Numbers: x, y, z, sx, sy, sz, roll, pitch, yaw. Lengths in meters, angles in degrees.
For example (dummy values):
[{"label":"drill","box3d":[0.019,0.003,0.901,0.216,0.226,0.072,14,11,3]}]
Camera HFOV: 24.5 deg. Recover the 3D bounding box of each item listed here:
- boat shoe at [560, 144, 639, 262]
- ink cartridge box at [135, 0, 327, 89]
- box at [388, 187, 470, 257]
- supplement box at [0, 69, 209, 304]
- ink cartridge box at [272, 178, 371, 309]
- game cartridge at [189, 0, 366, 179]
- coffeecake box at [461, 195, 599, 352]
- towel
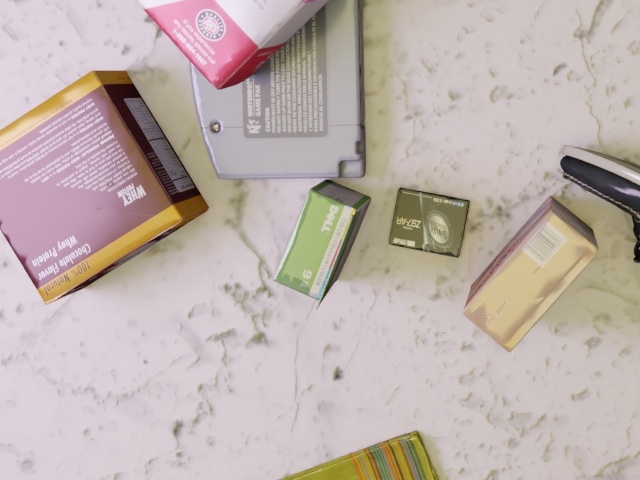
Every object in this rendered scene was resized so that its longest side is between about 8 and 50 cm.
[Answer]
[{"label":"boat shoe","box3d":[0.391,0.006,1.569,0.340,0.127,0.113,27,102,19]},{"label":"ink cartridge box","box3d":[-0.062,-0.344,1.551,0.306,0.131,0.226,-41,88,19]},{"label":"box","box3d":[0.124,-0.021,1.687,0.083,0.018,0.067,12,98,7]},{"label":"supplement box","box3d":[-0.267,-0.063,1.688,0.191,0.129,0.194,-31,91,11]},{"label":"ink cartridge box","box3d":[0.000,0.000,1.611,0.062,0.209,0.109,23,99,3]},{"label":"game cartridge","box3d":[-0.050,-0.218,1.675,0.198,0.062,0.297,1,97,13]},{"label":"coffeecake box","box3d":[0.227,0.032,1.592,0.068,0.185,0.142,40,101,2]},{"label":"towel","box3d":[0.024,0.310,1.741,0.237,0.021,0.102,-22,92,11]}]
